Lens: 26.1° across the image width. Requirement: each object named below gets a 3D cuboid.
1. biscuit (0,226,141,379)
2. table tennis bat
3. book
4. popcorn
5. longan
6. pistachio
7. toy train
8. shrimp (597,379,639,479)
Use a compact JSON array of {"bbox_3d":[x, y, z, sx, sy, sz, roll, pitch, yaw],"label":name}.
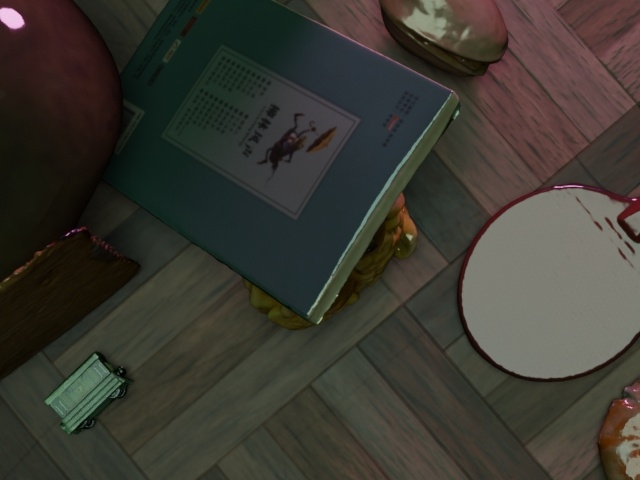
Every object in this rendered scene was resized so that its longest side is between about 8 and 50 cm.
[{"bbox_3d":[-0.301,0.079,1.398,0.237,0.232,0.013,-38,76,0],"label":"biscuit"},{"bbox_3d":[0.286,0.020,1.471,0.310,0.038,0.200,-39,87,1],"label":"table tennis bat"},{"bbox_3d":[-0.070,-0.113,1.406,0.379,0.031,0.264,34,90,33],"label":"book"},{"bbox_3d":[0.009,-0.005,1.434,0.140,0.163,0.194,46,124,9],"label":"popcorn"},{"bbox_3d":[-0.366,-0.107,1.369,0.360,0.361,0.361,0,88,2],"label":"longan"},{"bbox_3d":[0.129,-0.233,1.453,0.149,0.113,0.113,38,90,4],"label":"pistachio"},{"bbox_3d":[-0.250,0.164,1.489,0.093,0.038,0.056,-43,81,1],"label":"toy train"},{"bbox_3d":[0.440,0.208,1.449,0.294,0.062,0.154,-3,82,4],"label":"shrimp"}]
